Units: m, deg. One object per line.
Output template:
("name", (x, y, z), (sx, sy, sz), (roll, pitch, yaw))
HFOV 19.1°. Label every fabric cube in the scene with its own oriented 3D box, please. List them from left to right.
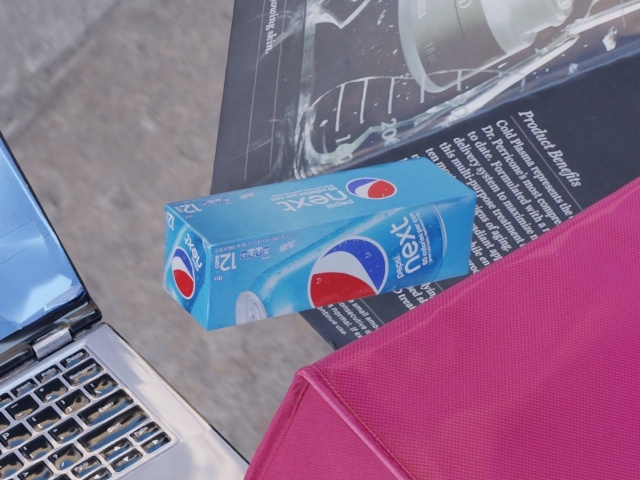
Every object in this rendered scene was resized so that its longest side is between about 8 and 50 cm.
("fabric cube", (0.120, 0.168, 0.915), (0.258, 0.259, 0.254), (-29, 68, -38))

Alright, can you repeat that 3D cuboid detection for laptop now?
("laptop", (-0.303, 0.094, 1.229), (0.382, 0.236, 0.408), (-31, 41, -19))

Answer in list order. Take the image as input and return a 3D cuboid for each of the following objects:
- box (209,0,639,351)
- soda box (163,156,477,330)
("box", (0.177, -0.188, 1.839), (0.472, 0.297, 0.480), (-20, 44, 24))
("soda box", (0.000, 0.000, 1.307), (0.210, 0.067, 0.071), (-12, 30, -27))
